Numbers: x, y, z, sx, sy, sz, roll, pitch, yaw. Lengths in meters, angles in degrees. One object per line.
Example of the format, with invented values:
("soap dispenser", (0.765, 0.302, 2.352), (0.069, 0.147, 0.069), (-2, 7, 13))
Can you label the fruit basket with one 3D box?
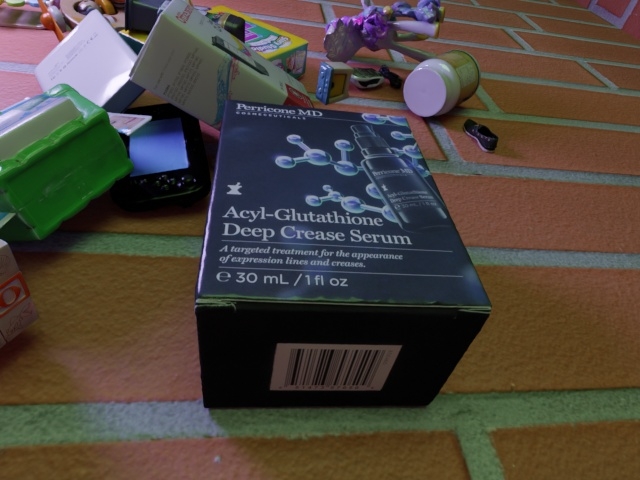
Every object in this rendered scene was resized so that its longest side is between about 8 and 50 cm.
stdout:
("fruit basket", (-0.495, -0.142, 0.682), (0.352, 0.166, 0.327), (20, 51, 21))

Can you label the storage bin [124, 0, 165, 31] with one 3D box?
("storage bin", (-0.407, -0.552, 1.040), (0.090, 0.098, 0.135), (5, 44, -20))

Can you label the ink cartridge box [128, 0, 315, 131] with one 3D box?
("ink cartridge box", (-0.173, -0.301, 0.838), (0.306, 0.131, 0.226), (28, 25, -27))

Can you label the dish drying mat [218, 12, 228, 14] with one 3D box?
("dish drying mat", (-0.257, -0.583, 1.157), (0.032, 0.008, 0.083), (5, 44, -11))

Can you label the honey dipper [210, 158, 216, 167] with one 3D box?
("honey dipper", (-0.138, -0.149, 0.874), (0.160, 0.031, 0.031), (0, 44, -7))

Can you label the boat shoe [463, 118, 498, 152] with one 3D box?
("boat shoe", (0.411, -0.277, 1.124), (0.048, 0.042, 0.133), (-5, 44, -15))

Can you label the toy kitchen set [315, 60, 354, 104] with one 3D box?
("toy kitchen set", (0.050, -0.254, 0.923), (0.122, 0.166, 0.207), (-22, 53, -32))

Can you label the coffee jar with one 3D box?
("coffee jar", (-0.258, -0.460, 0.971), (0.184, 0.096, 0.079), (13, 48, -1))

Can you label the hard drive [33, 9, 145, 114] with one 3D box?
("hard drive", (-0.478, -0.343, 0.908), (0.203, 0.040, 0.307), (-44, 58, 2))

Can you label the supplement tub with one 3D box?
("supplement tub", (0.326, -0.420, 1.177), (0.144, 0.144, 0.199), (35, 48, 23))

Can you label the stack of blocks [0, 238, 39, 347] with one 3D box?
("stack of blocks", (-0.481, 0.027, 0.504), (0.297, 0.171, 0.087), (24, 44, 11))

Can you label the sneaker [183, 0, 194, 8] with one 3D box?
("sneaker", (-0.448, -0.686, 1.267), (0.127, 0.126, 0.321), (-27, 46, -11))

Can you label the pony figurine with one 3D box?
("pony figurine", (0.151, -0.600, 1.217), (0.363, 0.303, 0.351), (12, 0, 15))

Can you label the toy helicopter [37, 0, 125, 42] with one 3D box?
("toy helicopter", (-0.583, -0.528, 1.098), (0.234, 0.140, 0.355), (-4, 55, -23))

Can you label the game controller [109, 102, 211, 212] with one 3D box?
("game controller", (-0.304, -0.169, 0.827), (0.166, 0.067, 0.319), (-6, 45, -18))

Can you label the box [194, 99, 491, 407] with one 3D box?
("box", (0.000, 0.000, 0.613), (0.293, 0.212, 0.396), (2, 43, -10))

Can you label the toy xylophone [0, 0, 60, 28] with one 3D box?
("toy xylophone", (-0.874, -0.660, 1.201), (0.322, 0.081, 0.236), (-7, 46, -20))

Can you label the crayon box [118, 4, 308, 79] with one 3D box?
("crayon box", (-0.259, -0.478, 1.134), (0.313, 0.106, 0.363), (31, 47, 17))

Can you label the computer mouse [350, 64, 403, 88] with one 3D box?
("computer mouse", (0.145, -0.466, 1.262), (0.192, 0.042, 0.106), (-16, 54, -34))
